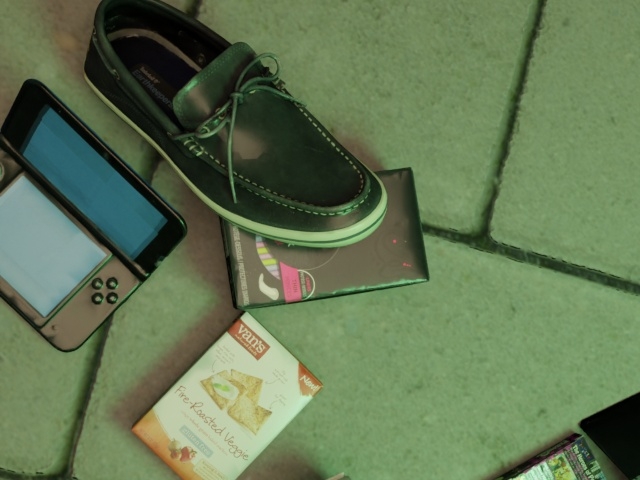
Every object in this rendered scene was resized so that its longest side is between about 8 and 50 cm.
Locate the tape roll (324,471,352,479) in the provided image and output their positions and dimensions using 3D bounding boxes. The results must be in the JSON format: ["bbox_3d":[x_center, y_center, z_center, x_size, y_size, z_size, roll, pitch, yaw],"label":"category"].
[{"bbox_3d":[0.047,0.460,1.499,0.100,0.286,0.286,-23,90,-7],"label":"tape roll"}]

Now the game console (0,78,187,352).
[{"bbox_3d":[-0.366,-0.025,1.526,0.293,0.173,0.250,44,83,-3],"label":"game console"}]

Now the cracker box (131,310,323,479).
[{"bbox_3d":[-0.131,0.234,1.596,0.156,0.067,0.232,44,83,-4],"label":"cracker box"}]

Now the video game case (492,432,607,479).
[{"bbox_3d":[0.346,0.435,1.657,0.210,0.042,0.232,-28,91,-7],"label":"video game case"}]

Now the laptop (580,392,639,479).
[{"bbox_3d":[0.547,0.333,1.620,0.234,0.136,0.264,-24,81,-7],"label":"laptop"}]

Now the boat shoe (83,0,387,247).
[{"bbox_3d":[-0.125,-0.164,1.481,0.500,0.156,0.187,38,61,20],"label":"boat shoe"}]

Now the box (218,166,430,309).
[{"bbox_3d":[0.000,0.000,1.584,0.271,0.143,0.165,-9,88,-8],"label":"box"}]
